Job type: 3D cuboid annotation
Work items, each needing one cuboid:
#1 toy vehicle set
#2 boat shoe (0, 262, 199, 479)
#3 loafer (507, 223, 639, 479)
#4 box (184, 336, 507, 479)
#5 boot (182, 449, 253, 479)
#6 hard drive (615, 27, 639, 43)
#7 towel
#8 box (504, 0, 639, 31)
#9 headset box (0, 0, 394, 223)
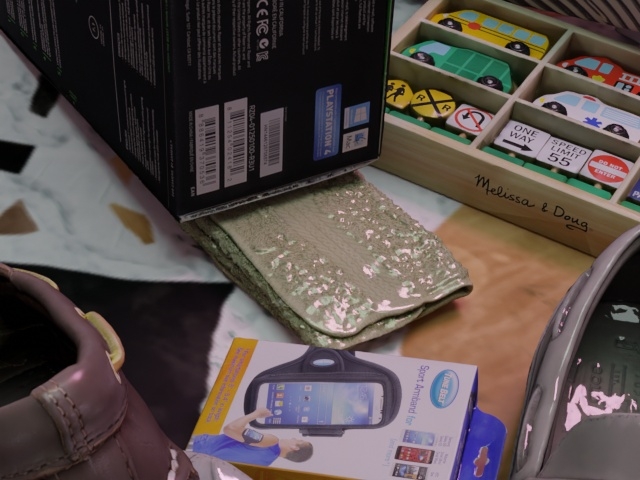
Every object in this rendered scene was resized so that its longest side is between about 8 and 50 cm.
[{"bbox_3d":[0.157,-0.064,0.853,0.267,0.035,0.166,23,44,18],"label":"toy vehicle set"},{"bbox_3d":[-0.155,0.047,0.568,0.117,0.096,0.324,-25,28,-25],"label":"boat shoe"},{"bbox_3d":[0.121,0.117,0.582,0.112,0.111,0.319,9,41,3],"label":"loafer"},{"bbox_3d":[0.014,0.086,0.651,0.136,0.028,0.081,4,39,15],"label":"box"},{"bbox_3d":[-0.027,0.143,0.540,0.258,0.095,0.123,19,43,21],"label":"boot"},{"bbox_3d":[0.408,-0.124,0.949,0.353,0.047,0.233,32,47,25],"label":"hard drive"},{"bbox_3d":[0.000,0.000,0.765,0.110,0.027,0.148,-24,49,-31],"label":"towel"},{"bbox_3d":[0.136,-0.221,0.946,0.275,0.094,0.113,20,44,33],"label":"box"},{"bbox_3d":[-0.089,-0.193,0.788,0.131,0.246,0.283,-18,39,-27],"label":"headset box"}]
